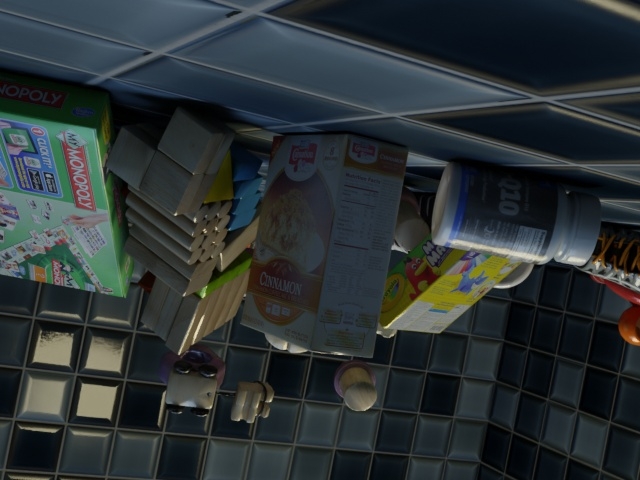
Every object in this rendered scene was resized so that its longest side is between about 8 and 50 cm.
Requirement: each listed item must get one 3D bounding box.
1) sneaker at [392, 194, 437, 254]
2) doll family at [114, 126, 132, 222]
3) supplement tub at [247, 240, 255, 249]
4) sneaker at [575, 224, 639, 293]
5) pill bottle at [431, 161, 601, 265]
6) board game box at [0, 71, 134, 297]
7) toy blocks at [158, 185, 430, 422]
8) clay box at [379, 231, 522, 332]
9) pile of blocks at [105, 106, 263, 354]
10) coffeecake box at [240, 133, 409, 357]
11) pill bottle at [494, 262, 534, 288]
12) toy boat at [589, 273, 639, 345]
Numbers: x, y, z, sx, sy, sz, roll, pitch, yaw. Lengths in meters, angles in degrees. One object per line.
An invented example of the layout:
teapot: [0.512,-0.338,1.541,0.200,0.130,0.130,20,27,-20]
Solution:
sneaker: [0.193,-0.014,1.301,0.163,0.106,0.281,4,-168,-22]
doll family: [-0.248,-0.063,1.025,0.163,0.118,0.263,19,171,7]
supplement tub: [-0.224,-0.027,1.637,0.207,0.207,0.338,11,179,-14]
sneaker: [0.381,0.021,1.164,0.083,0.084,0.215,17,177,-31]
pill bottle: [0.174,-0.022,0.828,0.137,0.078,0.078,11,180,-2]
board game box: [-0.307,-0.051,0.927,0.214,0.046,0.317,10,148,-1]
toy blocks: [-0.044,0.048,1.213,0.289,0.308,0.260,11,-164,-11]
clay box: [0.166,0.015,1.020,0.127,0.222,0.053,12,-141,-53]
pile of blocks: [-0.135,-0.031,0.925,0.113,0.149,0.362,36,149,16]
coffeecake box: [0.000,0.000,0.839,0.068,0.185,0.142,10,180,-29]
pill bottle: [0.316,0.028,1.597,0.112,0.112,0.187,11,180,14]
toy boat: [0.482,0.082,1.375,0.151,0.151,0.231,7,179,9]
